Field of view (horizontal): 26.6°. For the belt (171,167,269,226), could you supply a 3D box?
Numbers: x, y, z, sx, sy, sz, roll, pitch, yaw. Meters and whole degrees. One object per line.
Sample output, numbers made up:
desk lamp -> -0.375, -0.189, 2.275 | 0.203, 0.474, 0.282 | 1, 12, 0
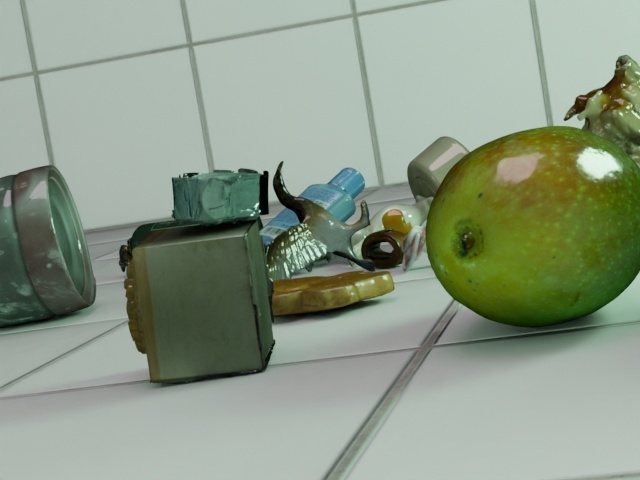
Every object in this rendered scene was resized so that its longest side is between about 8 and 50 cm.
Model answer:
belt -> -0.107, -0.046, 1.455 | 0.105, 0.058, 0.140 | -1, 5, 13

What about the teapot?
teapot -> -0.528, 0.045, 2.144 | 0.312, 0.233, 0.315 | -14, -24, 2

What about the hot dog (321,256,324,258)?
hot dog -> 0.001, 0.000, 2.327 | 0.169, 0.061, 0.078 | -38, -11, -34

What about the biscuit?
biscuit -> -0.023, 0.073, 1.764 | 0.248, 0.035, 0.184 | -5, 6, 42

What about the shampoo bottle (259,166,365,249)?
shampoo bottle -> -0.013, -0.039, 2.261 | 0.103, 0.061, 0.258 | 16, 42, 33

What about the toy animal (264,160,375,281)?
toy animal -> -0.004, -0.026, 2.039 | 0.160, 0.197, 0.272 | -6, 1, 4

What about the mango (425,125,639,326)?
mango -> 0.239, -0.013, 1.399 | 0.225, 0.201, 0.382 | -31, -13, 20

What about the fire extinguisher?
fire extinguisher -> -0.254, 0.012, 2.524 | 0.311, 0.095, 0.114 | -6, -38, 22

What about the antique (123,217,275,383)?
antique -> -0.128, 0.064, 1.441 | 0.148, 0.152, 0.147 | -6, 7, 3

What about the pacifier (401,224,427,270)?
pacifier -> 0.158, 0.015, 1.977 | 0.078, 0.081, 0.099 | 23, -21, -5

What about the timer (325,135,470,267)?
timer -> 0.137, -0.035, 2.209 | 0.266, 0.175, 0.175 | -30, 11, -14

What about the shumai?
shumai -> 0.559, -0.184, 2.268 | 0.314, 0.262, 0.267 | -2, 10, 43

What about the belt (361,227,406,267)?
belt -> 0.099, 0.011, 2.058 | 0.036, 0.059, 0.083 | -14, 8, -43
